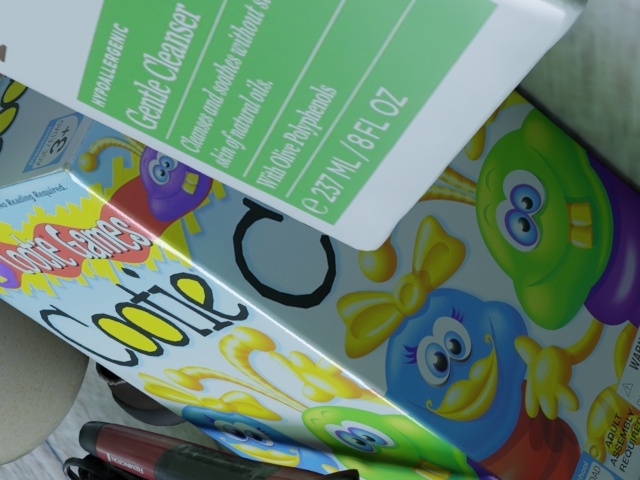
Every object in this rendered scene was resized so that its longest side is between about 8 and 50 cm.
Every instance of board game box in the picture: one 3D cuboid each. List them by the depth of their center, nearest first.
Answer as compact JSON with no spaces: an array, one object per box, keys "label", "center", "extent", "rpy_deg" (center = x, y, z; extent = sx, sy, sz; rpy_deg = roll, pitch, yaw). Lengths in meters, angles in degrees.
[{"label":"board game box","center":[0.000,0.000,0.781],"extent":[0.275,0.144,0.142],"rpy_deg":[36,154,-27]}]

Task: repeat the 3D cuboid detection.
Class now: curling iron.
[{"label":"curling iron","center":[0.003,0.108,0.780],"extent":[0.274,0.035,0.068],"rpy_deg":[5,154,40]}]

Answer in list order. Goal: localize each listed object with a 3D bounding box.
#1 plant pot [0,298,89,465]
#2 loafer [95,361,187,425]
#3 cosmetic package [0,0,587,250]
[{"label":"plant pot","center":[-0.250,0.027,1.000],"extent":[0.256,0.257,0.274],"rpy_deg":[6,166,37]},{"label":"loafer","center":[-0.060,0.034,1.015],"extent":[0.078,0.080,0.220],"rpy_deg":[43,147,-16]},{"label":"cosmetic package","center":[-0.099,-0.163,0.518],"extent":[0.365,0.155,0.197],"rpy_deg":[25,159,-3]}]
